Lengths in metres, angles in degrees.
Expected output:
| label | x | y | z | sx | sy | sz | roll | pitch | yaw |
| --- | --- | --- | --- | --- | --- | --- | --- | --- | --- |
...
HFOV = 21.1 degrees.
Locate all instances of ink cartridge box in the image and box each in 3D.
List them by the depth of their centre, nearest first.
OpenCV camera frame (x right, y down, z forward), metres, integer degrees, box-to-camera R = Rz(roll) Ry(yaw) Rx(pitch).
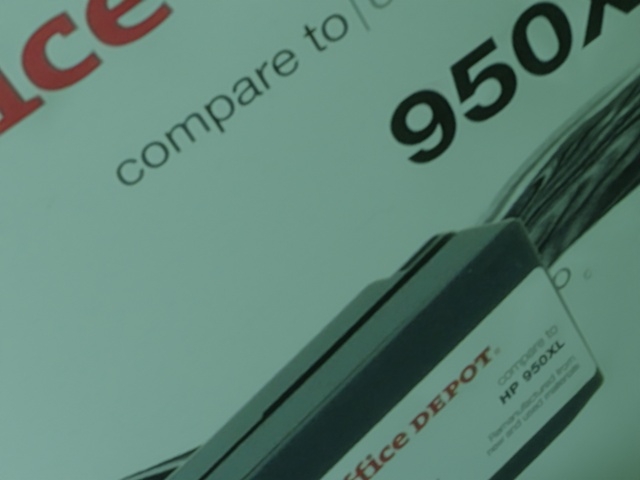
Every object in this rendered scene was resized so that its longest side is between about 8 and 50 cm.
| label | x | y | z | sx | sy | sz | roll | pitch | yaw |
| --- | --- | --- | --- | --- | --- | --- | --- | --- | --- |
| ink cartridge box | 0.000 | 0.000 | 0.532 | 0.285 | 0.395 | 0.166 | -36 | 39 | -3 |
